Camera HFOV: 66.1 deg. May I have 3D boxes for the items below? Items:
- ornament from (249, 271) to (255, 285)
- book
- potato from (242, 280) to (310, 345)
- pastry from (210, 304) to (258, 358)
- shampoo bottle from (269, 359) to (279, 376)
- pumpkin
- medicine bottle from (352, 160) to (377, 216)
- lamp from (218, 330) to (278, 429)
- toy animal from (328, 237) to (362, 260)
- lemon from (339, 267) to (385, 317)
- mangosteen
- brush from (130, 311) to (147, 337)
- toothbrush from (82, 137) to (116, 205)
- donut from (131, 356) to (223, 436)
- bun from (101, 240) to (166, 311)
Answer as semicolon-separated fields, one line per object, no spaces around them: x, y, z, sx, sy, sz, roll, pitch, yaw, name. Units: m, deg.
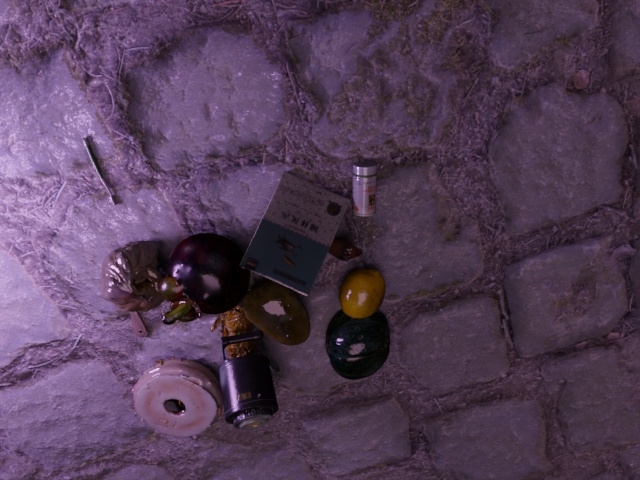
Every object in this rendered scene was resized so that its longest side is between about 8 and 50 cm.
-0.257;0.094;1.872;0.075;0.081;0.156;19;117;-14;ornament
-0.085;-0.027;1.719;0.264;0.031;0.379;23;79;0;book
-0.158;0.281;1.906;0.210;0.173;0.307;-35;112;12;potato
-0.345;0.361;1.977;0.154;0.102;0.250;-10;116;5;pastry
-0.265;0.596;2.109;0.065;0.065;0.204;40;108;-17;shampoo bottle
0.155;0.431;1.967;0.263;0.197;0.293;3;117;-5;pumpkin
0.156;-0.183;1.749;0.086;0.086;0.183;-2;115;0;medicine bottle
-0.277;0.577;1.896;0.205;0.272;0.374;-8;127;-15;lamp
0.000;0.000;1.791;0.312;0.157;0.097;13;112;-8;toy animal
0.158;0.199;1.881;0.170;0.170;0.207;15;106;-8;lemon
-0.416;0.141;1.742;0.306;0.359;0.306;15;130;19;mangosteen
-0.756;0.267;1.952;0.072;0.067;0.312;-6;116;1;brush
-0.784;-0.240;1.745;0.024;0.018;0.257;-10;115;10;toothbrush
-0.597;0.658;2.085;0.383;0.142;0.382;0;114;0;donut
-0.667;0.143;1.794;0.282;0.205;0.281;-5;103;-20;bun
